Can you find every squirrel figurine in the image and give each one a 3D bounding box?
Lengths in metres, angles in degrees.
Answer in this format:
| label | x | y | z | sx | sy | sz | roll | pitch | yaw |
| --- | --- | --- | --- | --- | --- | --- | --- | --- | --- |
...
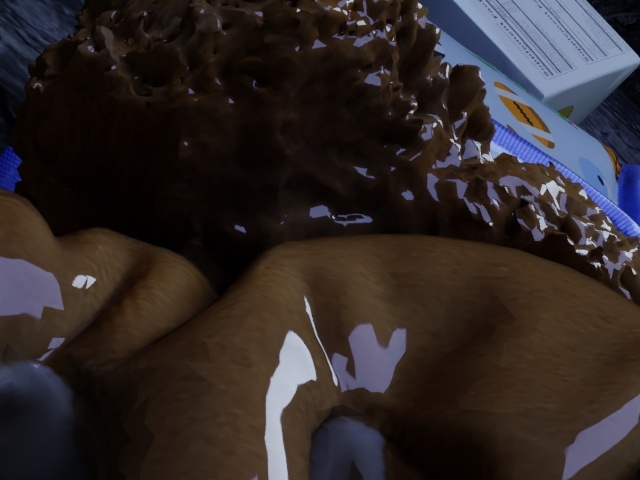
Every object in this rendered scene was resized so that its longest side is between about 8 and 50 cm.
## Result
| label | x | y | z | sx | sy | sz | roll | pitch | yaw |
| --- | --- | --- | --- | --- | --- | --- | --- | --- | --- |
| squirrel figurine | -0.057 | 0.044 | 0.734 | 0.370 | 0.281 | 0.397 | 24 | 40 | -3 |

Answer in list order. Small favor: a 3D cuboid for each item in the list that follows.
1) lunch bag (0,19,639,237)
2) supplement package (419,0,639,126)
| label | x | y | z | sx | sy | sz | roll | pitch | yaw |
| --- | --- | --- | --- | --- | --- | --- | --- | --- | --- |
| lunch bag | 0.000 | 0.000 | 1.058 | 0.328 | 0.239 | 0.385 | 34 | 24 | -4 |
| supplement package | 0.075 | -0.125 | 1.489 | 0.198 | 0.199 | 0.262 | 48 | 24 | 9 |
